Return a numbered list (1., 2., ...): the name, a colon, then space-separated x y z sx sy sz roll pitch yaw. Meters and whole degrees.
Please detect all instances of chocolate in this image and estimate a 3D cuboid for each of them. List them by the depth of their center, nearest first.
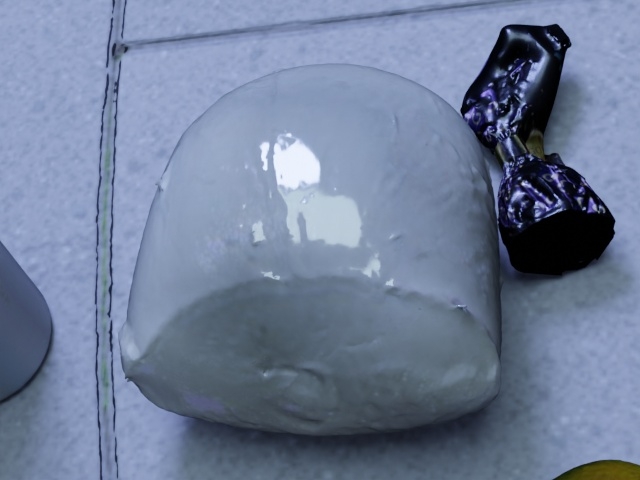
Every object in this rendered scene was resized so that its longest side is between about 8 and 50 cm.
1. chocolate: 0.119 -0.052 0.868 0.072 0.070 0.147 -17 49 15

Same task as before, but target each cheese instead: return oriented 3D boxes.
1. cheese: 0.000 0.000 0.806 0.198 0.154 0.189 1 57 14

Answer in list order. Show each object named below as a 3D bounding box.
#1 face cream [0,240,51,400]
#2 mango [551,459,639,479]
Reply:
1. face cream: -0.227 -0.012 0.771 0.092 0.311 0.092 -5 62 10
2. mango: 0.134 0.202 0.683 0.151 0.120 0.221 12 58 20
